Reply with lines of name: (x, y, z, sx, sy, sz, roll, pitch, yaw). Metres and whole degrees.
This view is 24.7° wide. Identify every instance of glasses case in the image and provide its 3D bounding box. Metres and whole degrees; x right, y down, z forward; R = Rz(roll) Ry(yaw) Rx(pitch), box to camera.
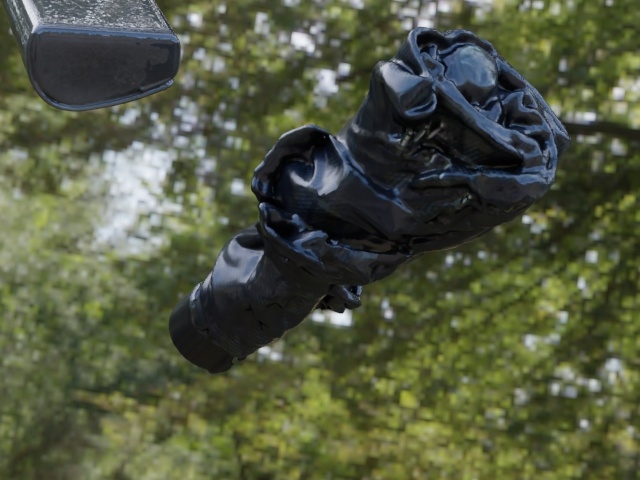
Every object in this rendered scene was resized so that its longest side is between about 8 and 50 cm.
glasses case: (-0.125, -0.120, 0.743, 0.072, 0.042, 0.190, -8, 29, -15)

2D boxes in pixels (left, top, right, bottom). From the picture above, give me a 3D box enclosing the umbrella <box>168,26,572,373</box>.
umbrella: (-0.002, 0.000, 0.579, 0.080, 0.071, 0.224, 40, -40, -11)
